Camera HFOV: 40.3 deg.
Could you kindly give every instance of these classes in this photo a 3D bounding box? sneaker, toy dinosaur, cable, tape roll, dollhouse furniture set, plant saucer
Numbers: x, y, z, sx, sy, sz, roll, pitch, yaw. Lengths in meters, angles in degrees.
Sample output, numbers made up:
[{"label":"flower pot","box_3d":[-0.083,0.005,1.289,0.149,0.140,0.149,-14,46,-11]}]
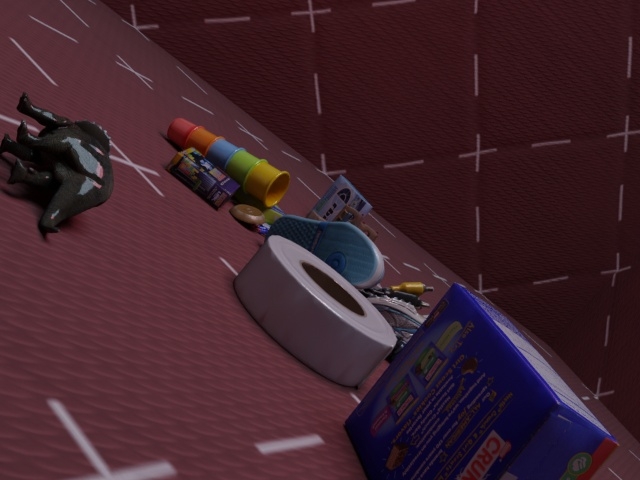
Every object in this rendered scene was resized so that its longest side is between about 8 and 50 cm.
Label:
[{"label":"sneaker","box_3d":[0.052,0.049,1.768,0.319,0.127,0.208,23,-9,47]},{"label":"toy dinosaur","box_3d":[-0.339,-0.107,1.179,0.160,0.121,0.313,17,16,-32]},{"label":"sneaker","box_3d":[0.165,0.195,1.764,0.283,0.122,0.110,17,-26,-18]},{"label":"cable","box_3d":[0.132,0.137,2.034,0.287,0.139,0.072,17,-10,-15]},{"label":"tape roll","box_3d":[-0.007,0.118,1.480,0.286,0.100,0.286,39,9,-7]},{"label":"dollhouse furniture set","box_3d":[0.031,-0.040,2.273,0.184,0.129,0.129,34,11,-30]},{"label":"plant saucer","box_3d":[-0.156,-0.060,1.894,0.083,0.015,0.083,17,20,-7]}]

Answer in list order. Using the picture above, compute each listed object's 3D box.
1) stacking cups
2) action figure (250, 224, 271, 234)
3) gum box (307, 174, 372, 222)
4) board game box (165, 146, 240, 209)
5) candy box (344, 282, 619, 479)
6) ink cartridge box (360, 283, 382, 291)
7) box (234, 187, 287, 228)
[{"label":"stacking cups","box_3d":[-0.218,-0.191,2.031,0.316,0.096,0.096,33,6,23]},{"label":"action figure","box_3d":[-0.107,-0.014,1.932,0.115,0.030,0.038,37,5,-30]},{"label":"gum box","box_3d":[0.052,-0.083,2.479,0.041,0.157,0.184,35,10,-32]},{"label":"board game box","box_3d":[-0.250,-0.137,1.882,0.141,0.048,0.170,38,9,-5]},{"label":"candy box","box_3d":[0.186,0.245,1.109,0.122,0.268,0.317,32,12,-22]},{"label":"ink cartridge box","box_3d":[0.088,0.089,2.117,0.099,0.056,0.135,38,9,-17]},{"label":"box","box_3d":[-0.149,-0.088,2.070,0.178,0.042,0.109,45,11,31]}]
